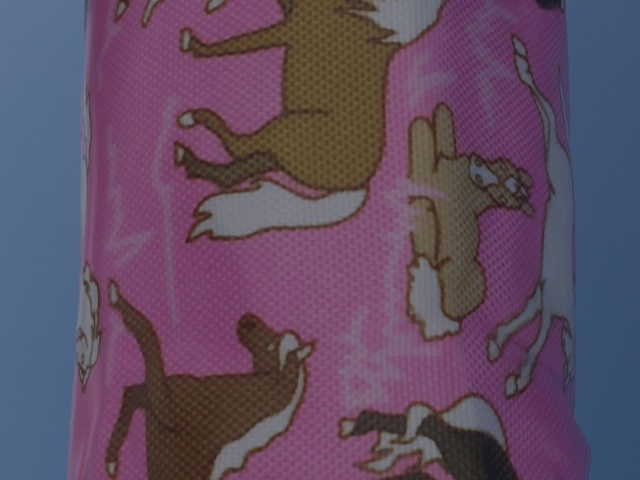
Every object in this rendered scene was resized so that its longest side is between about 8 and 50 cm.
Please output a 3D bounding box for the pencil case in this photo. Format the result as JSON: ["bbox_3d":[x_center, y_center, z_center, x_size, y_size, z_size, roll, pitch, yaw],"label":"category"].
[{"bbox_3d":[0.000,0.000,0.492,0.160,0.167,0.386,-14,-111,32],"label":"pencil case"}]
